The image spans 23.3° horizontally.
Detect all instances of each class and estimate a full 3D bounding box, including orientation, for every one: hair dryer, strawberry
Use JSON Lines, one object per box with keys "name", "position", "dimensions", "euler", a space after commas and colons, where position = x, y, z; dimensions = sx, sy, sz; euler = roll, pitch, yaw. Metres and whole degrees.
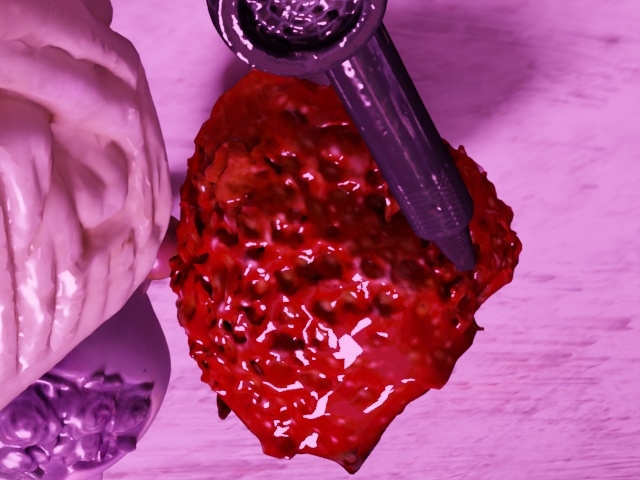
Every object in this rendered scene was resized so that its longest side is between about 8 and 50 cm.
{"name": "hair dryer", "position": [0.024, -0.062, 0.647], "dimensions": [0.070, 0.128, 0.255], "euler": [-24, 129, 11]}
{"name": "strawberry", "position": [0.000, 0.000, 0.803], "dimensions": [0.186, 0.184, 0.201], "euler": [-26, 124, 11]}

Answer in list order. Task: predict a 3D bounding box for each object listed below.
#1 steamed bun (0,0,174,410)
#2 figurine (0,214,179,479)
{"name": "steamed bun", "position": [-0.244, -0.039, 0.526], "dimensions": [0.394, 0.237, 0.347], "euler": [-11, 132, -58]}
{"name": "figurine", "position": [-0.154, 0.029, 0.807], "dimensions": [0.193, 0.133, 0.274], "euler": [-8, 139, -22]}
